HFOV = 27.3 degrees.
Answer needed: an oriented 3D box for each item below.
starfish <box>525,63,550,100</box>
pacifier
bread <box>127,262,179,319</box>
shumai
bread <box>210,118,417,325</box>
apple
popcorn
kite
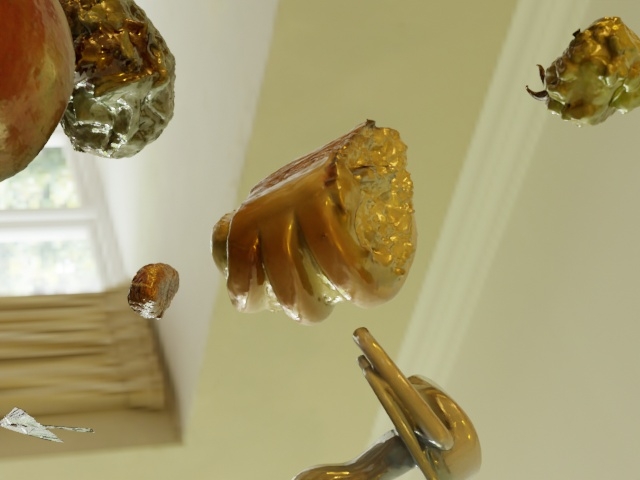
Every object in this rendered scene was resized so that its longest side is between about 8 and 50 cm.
[{"bbox_3d":[0.382,-0.255,2.215,0.078,0.028,0.091,-33,-107,47],"label":"starfish"},{"bbox_3d":[0.050,0.218,1.348,0.227,0.207,0.279,56,-1,-1],"label":"pacifier"},{"bbox_3d":[-0.318,0.092,2.475,0.233,0.076,0.105,-33,134,-82],"label":"bread"},{"bbox_3d":[-0.273,-0.240,1.794,0.218,0.189,0.256,6,-66,69],"label":"shumai"},{"bbox_3d":[0.000,0.000,1.726,0.211,0.270,0.316,60,21,-7],"label":"bread"},{"bbox_3d":[-0.383,-0.234,1.374,0.346,0.254,0.179,55,-50,32],"label":"apple"},{"bbox_3d":[0.398,-0.243,1.900,0.142,0.173,0.173,68,-24,8],"label":"popcorn"},{"bbox_3d":[-0.396,0.263,1.873,0.137,0.152,0.005,54,38,-54],"label":"kite"}]
